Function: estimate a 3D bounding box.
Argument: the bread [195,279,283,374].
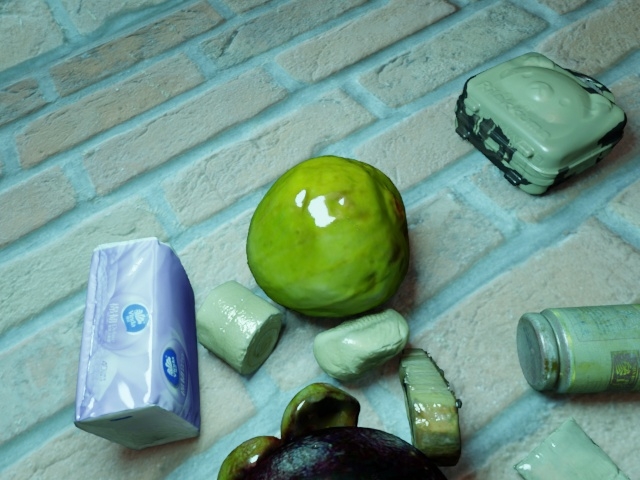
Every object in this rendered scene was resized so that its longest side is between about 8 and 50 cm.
[{"bbox_3d":[-0.168,0.175,0.933,0.141,0.148,0.134,29,26,23],"label":"bread"}]

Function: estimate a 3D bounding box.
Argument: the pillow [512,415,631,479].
[{"bbox_3d":[0.455,0.422,0.755,0.148,0.050,0.230,-32,56,-18],"label":"pillow"}]

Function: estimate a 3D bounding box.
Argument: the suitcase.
[{"bbox_3d":[0.549,-0.317,1.138,0.338,0.194,0.352,-26,58,-12],"label":"suitcase"}]

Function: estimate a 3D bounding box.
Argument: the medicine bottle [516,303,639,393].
[{"bbox_3d":[0.539,0.192,0.831,0.321,0.151,0.152,-4,57,5],"label":"medicine bottle"}]

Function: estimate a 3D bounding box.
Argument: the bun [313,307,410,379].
[{"bbox_3d":[0.082,0.203,0.888,0.188,0.164,0.111,-18,82,-23],"label":"bun"}]

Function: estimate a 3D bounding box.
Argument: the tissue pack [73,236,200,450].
[{"bbox_3d":[-0.332,0.193,0.887,0.160,0.242,0.339,-10,57,-2],"label":"tissue pack"}]

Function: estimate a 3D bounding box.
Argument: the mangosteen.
[{"bbox_3d":[0.015,0.422,0.651,0.381,0.383,0.435,-17,23,-4],"label":"mangosteen"}]

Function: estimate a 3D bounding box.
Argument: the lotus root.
[{"bbox_3d":[0.184,0.295,0.799,0.074,0.260,0.171,-7,88,3],"label":"lotus root"}]

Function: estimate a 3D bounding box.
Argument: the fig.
[{"bbox_3d":[0.010,0.003,0.935,0.342,0.343,0.344,-3,57,5],"label":"fig"}]
